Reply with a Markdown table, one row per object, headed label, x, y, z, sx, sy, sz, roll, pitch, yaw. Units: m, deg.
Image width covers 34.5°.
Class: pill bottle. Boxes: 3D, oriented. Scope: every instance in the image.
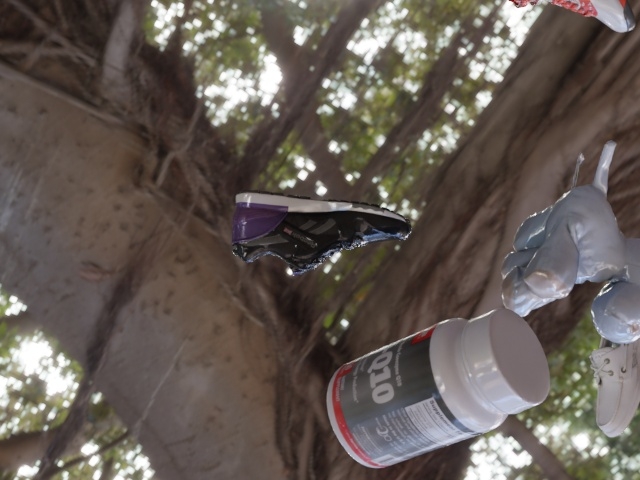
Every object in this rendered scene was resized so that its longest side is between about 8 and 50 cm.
| label | x | y | z | sx | sy | sz | roll | pitch | yaw |
| --- | --- | --- | --- | --- | --- | --- | --- | --- | --- |
| pill bottle | 0.161 | 0.203 | 1.431 | 0.161 | 0.283 | 0.161 | 30 | -134 | -36 |

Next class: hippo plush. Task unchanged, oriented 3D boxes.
| label | x | y | z | sx | sy | sz | roll | pitch | yaw |
| --- | --- | --- | --- | --- | --- | --- | --- | --- | --- |
| hippo plush | 0.455 | 0.039 | 1.693 | 0.237 | 0.294 | 0.234 | 32 | 169 | -6 |

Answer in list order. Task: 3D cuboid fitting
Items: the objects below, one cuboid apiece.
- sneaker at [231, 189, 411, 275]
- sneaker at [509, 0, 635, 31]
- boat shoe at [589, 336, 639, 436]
| label | x | y | z | sx | sy | sz | roll | pitch | yaw |
| --- | --- | --- | --- | --- | --- | --- | --- | --- | --- |
| sneaker | 0.000 | 0.000 | 1.632 | 0.283 | 0.124 | 0.107 | 6 | 172 | 7 |
| sneaker | 0.397 | -0.419 | 1.726 | 0.270 | 0.145 | 0.090 | 47 | -175 | -17 |
| boat shoe | 0.555 | 0.233 | 1.959 | 0.096 | 0.098 | 0.277 | 25 | -116 | -16 |
